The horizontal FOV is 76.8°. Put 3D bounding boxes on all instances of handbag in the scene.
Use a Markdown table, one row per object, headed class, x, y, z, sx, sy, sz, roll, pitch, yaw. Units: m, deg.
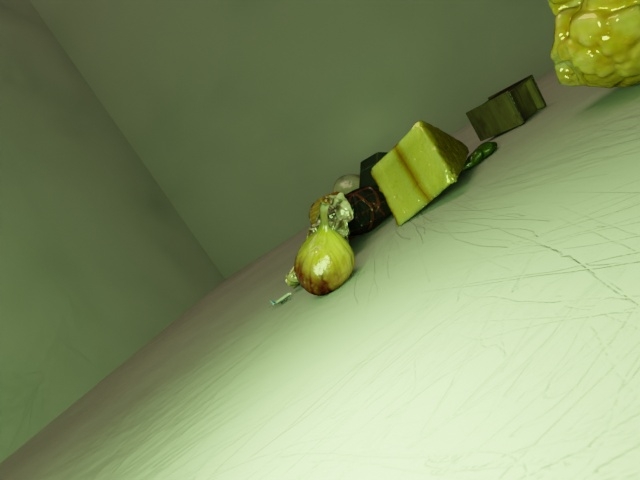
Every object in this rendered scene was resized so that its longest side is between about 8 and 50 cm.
| class | x | y | z | sx | sy | sz | roll | pitch | yaw |
| --- | --- | --- | --- | --- | --- | --- | --- | --- | --- |
| handbag | 0.147 | -0.106 | 1.427 | 0.215 | 0.155 | 0.169 | -30 | 7 | -32 |

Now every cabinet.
| class | x | y | z | sx | sy | sz | roll | pitch | yaw |
| --- | --- | --- | --- | --- | --- | --- | --- | --- | --- |
| cabinet | 0.751 | -0.528 | 1.640 | 0.174 | 0.148 | 0.215 | -36 | 10 | -25 |

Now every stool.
| class | x | y | z | sx | sy | sz | roll | pitch | yaw |
| --- | --- | --- | --- | --- | --- | --- | --- | --- | --- |
| stool | 0.264 | -0.240 | 1.539 | 0.232 | 0.141 | 0.232 | 4 | -11 | 1 |

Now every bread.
| class | x | y | z | sx | sy | sz | roll | pitch | yaw |
| --- | --- | --- | --- | --- | --- | --- | --- | --- | --- |
| bread | 0.062 | -0.086 | 1.531 | 0.199 | 0.199 | 0.104 | -38 | 7 | -34 |
| bread | 0.379 | -0.201 | 1.299 | 0.361 | 0.245 | 0.233 | 1 | -35 | -42 |

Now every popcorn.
| class | x | y | z | sx | sy | sz | roll | pitch | yaw |
| --- | --- | --- | --- | --- | --- | --- | --- | --- | --- |
| popcorn | 0.747 | -0.532 | 0.955 | 0.389 | 0.344 | 0.354 | -10 | 53 | 9 |

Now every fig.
| class | x | y | z | sx | sy | sz | roll | pitch | yaw |
| --- | --- | --- | --- | --- | --- | --- | --- | --- | --- |
| fig | 0.026 | 0.023 | 0.973 | 0.160 | 0.143 | 0.231 | -34 | -25 | -57 |

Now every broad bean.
| class | x | y | z | sx | sy | sz | roll | pitch | yaw |
| --- | --- | --- | --- | --- | --- | --- | --- | --- | --- |
| broad bean | 0.537 | -0.290 | 1.362 | 0.195 | 0.046 | 0.061 | -37 | 9 | -14 |

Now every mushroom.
| class | x | y | z | sx | sy | sz | roll | pitch | yaw |
| --- | --- | --- | --- | --- | --- | --- | --- | --- | --- |
| mushroom | 0.165 | -0.174 | 1.800 | 0.243 | 0.244 | 0.243 | -33 | 6 | 4 |

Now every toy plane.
| class | x | y | z | sx | sy | sz | roll | pitch | yaw |
| --- | --- | --- | --- | --- | --- | --- | --- | --- | --- |
| toy plane | -0.117 | 0.177 | 1.206 | 0.084 | 0.024 | 0.078 | -23 | 5 | 26 |

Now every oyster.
| class | x | y | z | sx | sy | sz | roll | pitch | yaw |
| --- | --- | --- | --- | --- | --- | --- | --- | --- | --- |
| oyster | -0.001 | -0.001 | 1.291 | 0.351 | 0.114 | 0.238 | -59 | 12 | -12 |
